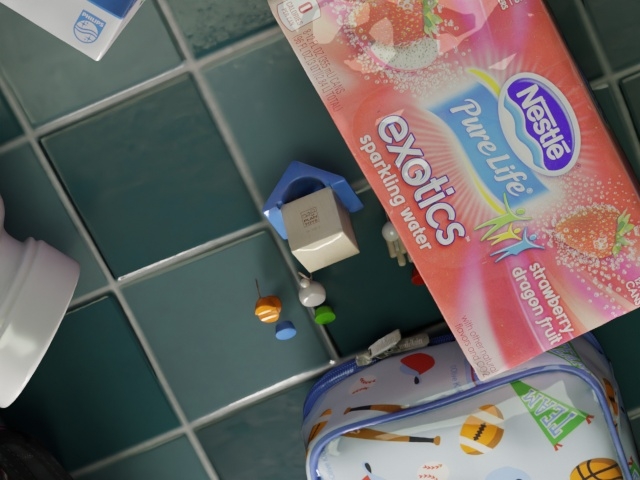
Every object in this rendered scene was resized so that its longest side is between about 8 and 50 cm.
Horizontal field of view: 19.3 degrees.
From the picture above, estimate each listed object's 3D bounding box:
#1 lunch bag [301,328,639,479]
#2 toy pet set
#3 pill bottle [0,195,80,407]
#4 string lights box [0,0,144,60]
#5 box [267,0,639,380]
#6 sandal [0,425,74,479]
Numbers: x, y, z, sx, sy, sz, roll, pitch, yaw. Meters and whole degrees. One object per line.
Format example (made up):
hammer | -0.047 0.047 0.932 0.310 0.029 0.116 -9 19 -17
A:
lunch bag | 0.117 0.199 1.360 0.243 0.115 0.303 -18 114 9
toy pet set | 0.000 0.000 1.307 0.122 0.065 0.114 -22 148 11
pill bottle | -0.303 0.001 1.235 0.272 0.152 0.152 28 111 -14
string lights box | -0.088 -0.247 1.109 0.077 0.133 0.259 32 122 -6
box | 0.099 -0.084 1.213 0.154 0.142 0.300 -26 112 9
sandal | -0.191 0.232 1.361 0.107 0.167 0.446 -45 118 -10
